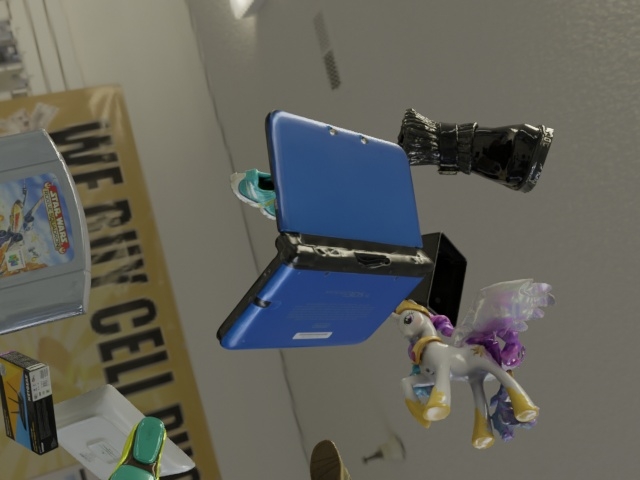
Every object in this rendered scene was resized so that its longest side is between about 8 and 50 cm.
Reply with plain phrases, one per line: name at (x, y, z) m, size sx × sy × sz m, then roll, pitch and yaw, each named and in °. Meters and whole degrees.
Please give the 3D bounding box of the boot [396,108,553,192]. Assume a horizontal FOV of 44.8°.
boot at (0.294, -0.188, 1.564) m, size 0.348 × 0.260 × 0.131 m, roll -161°, pitch -94°, yaw -85°

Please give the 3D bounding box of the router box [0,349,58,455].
router box at (-0.581, 0.319, 1.534) m, size 0.133 × 0.046 × 0.179 m, roll 10°, pitch -71°, yaw 39°

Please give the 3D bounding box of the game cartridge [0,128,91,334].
game cartridge at (-0.456, -0.016, 1.170) m, size 0.062 × 0.198 × 0.297 m, roll 109°, pitch -34°, yaw -80°

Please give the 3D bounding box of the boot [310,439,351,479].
boot at (0.057, 0.553, 1.699) m, size 0.165 × 0.077 × 0.213 m, roll 43°, pitch 22°, yaw -50°

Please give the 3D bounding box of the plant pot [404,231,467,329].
plant pot at (0.236, 0.095, 1.888) m, size 0.167 × 0.187 × 0.188 m, roll 3°, pitch -112°, yaw 32°

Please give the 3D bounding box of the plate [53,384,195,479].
plate at (-0.455, 0.443, 1.682) m, size 0.278 × 0.045 × 0.277 m, roll -23°, pitch -62°, yaw 34°

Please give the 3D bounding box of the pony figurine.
pony figurine at (0.306, 0.242, 1.587) m, size 0.363 × 0.351 × 0.303 m, roll -103°, pitch -160°, yaw -54°

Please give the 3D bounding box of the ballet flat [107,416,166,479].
ballet flat at (-0.299, 0.381, 1.249) m, size 0.231 × 0.077 × 0.077 m, roll -84°, pitch -161°, yaw -65°

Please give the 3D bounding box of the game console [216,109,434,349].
game console at (0.000, 0.000, 1.019) m, size 0.250 × 0.293 × 0.173 m, roll -51°, pitch -124°, yaw 25°

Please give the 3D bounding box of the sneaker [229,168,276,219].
sneaker at (-0.144, -0.137, 2.285) m, size 0.110 × 0.275 × 0.107 m, roll -21°, pitch -116°, yaw 31°
